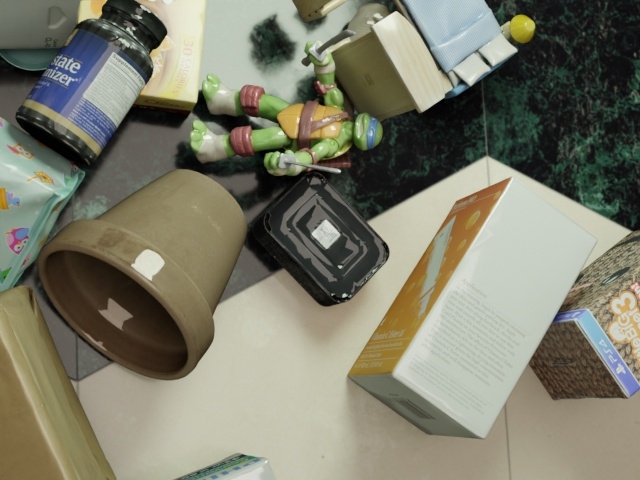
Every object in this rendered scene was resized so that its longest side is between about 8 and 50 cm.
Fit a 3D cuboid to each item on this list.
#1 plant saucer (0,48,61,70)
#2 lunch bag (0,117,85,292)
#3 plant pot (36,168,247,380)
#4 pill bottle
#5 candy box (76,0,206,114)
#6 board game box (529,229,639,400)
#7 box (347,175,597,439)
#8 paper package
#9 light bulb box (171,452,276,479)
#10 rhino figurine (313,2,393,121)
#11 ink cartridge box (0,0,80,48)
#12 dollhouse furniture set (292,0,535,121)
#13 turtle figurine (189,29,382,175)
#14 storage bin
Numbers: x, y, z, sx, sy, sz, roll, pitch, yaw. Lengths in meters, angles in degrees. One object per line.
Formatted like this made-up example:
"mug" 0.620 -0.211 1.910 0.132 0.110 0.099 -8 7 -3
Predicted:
"plant saucer" -0.423 -0.305 1.611 0.119 0.021 0.119 3 81 -16
"lunch bag" -0.481 -0.033 1.483 0.223 0.160 0.262 32 110 -11
"plant pot" -0.222 0.024 1.524 0.263 0.263 0.229 40 57 -8
"pill bottle" -0.305 -0.221 1.494 0.122 0.123 0.219 33 78 -10
"candy box" -0.263 -0.358 1.629 0.182 0.087 0.317 6 81 -14
"board game box" 0.479 0.106 1.706 0.291 0.232 0.141 -35 92 -18
"box" 0.223 0.105 1.640 0.168 0.215 0.345 36 74 -8
"paper package" -0.469 0.257 1.389 0.324 0.168 0.310 -23 91 4
"light bulb box" -0.187 0.515 1.459 0.357 0.225 0.361 -19 87 -17
"rhino figurine" 0.059 -0.266 1.720 0.106 0.073 0.243 34 76 -13
"ink cartridge box" -0.411 -0.447 1.512 0.131 0.226 0.306 -3 76 -17
"dollhouse furniture set" 0.163 -0.350 1.617 0.303 0.198 0.286 -35 100 -18
"turtle figurine" -0.055 -0.192 1.566 0.266 0.274 0.198 2 95 16
"storage bin" 0.000 0.000 1.659 0.180 0.084 0.122 47 73 -6
